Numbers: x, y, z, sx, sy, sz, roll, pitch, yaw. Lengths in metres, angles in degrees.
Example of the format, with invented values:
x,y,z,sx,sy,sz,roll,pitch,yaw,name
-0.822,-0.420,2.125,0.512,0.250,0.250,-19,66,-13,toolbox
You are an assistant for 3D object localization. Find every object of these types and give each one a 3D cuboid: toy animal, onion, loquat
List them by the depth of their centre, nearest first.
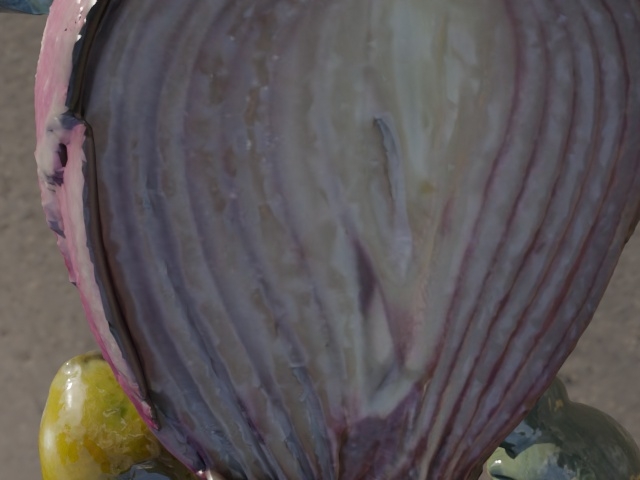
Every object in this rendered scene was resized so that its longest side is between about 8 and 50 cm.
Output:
x,y,z,sx,sy,sz,roll,pitch,yaw,name
0.000,0.000,0.818,0.159,0.267,0.349,-144,58,-72,onion
-0.145,0.171,1.457,0.195,0.152,0.152,56,150,-12,loquat
0.183,0.150,1.557,0.236,0.138,0.108,64,175,-13,toy animal

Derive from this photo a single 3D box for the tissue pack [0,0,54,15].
x,y,z,sx,sy,sz,roll,pitch,yaw,name
-0.334,-0.279,1.495,0.228,0.103,0.315,42,165,-29,tissue pack
